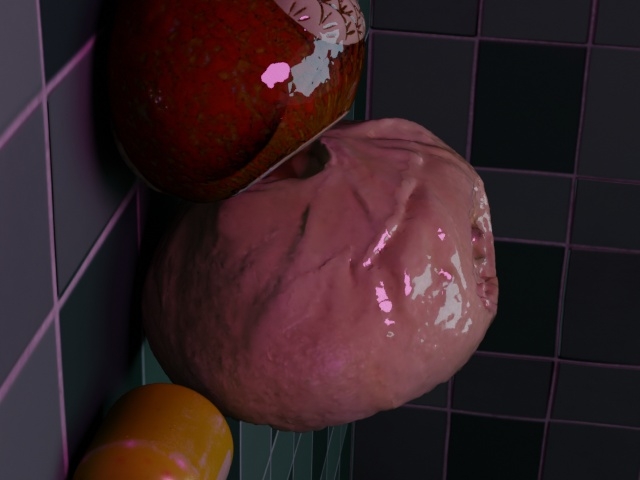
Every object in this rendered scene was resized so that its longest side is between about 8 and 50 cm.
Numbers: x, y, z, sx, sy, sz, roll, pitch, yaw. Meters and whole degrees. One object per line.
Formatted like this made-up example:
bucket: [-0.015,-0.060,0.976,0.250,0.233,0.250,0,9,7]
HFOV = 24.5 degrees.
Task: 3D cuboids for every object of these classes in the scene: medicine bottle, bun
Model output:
medicine bottle: [-0.152,0.219,1.233,0.212,0.122,0.122,-68,162,-65]
bun: [-0.004,-0.001,1.397,0.364,0.364,0.202,-76,157,-53]

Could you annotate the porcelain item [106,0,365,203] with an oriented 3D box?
porcelain item: [-0.091,-0.161,1.245,0.253,0.253,0.253,5,90,-83]
